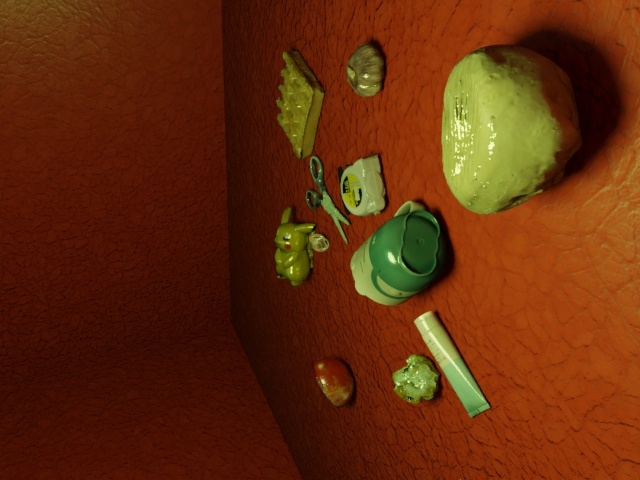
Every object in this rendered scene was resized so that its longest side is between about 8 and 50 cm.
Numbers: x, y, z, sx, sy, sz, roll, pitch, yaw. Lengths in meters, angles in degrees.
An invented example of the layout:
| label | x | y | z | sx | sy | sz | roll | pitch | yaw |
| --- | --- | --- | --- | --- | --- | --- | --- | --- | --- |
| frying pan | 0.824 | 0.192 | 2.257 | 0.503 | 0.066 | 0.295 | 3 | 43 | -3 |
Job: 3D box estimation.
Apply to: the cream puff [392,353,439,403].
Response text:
| label | x | y | z | sx | sy | sz | roll | pitch | yaw |
| --- | --- | --- | --- | --- | --- | --- | --- | --- | --- |
| cream puff | 0.302 | 0.438 | 1.723 | 0.156 | 0.121 | 0.156 | -57 | 7 | 11 |

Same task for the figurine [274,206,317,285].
| label | x | y | z | sx | sy | sz | roll | pitch | yaw |
| --- | --- | --- | --- | --- | --- | --- | --- | --- | --- |
| figurine | -0.114 | 0.037 | 2.459 | 0.218 | 0.169 | 0.326 | 19 | 122 | 47 |

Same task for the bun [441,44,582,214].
| label | x | y | z | sx | sy | sz | roll | pitch | yaw |
| --- | --- | --- | --- | --- | --- | --- | --- | --- | --- |
| bun | 0.368 | -0.225 | 1.099 | 0.362 | 0.234 | 0.326 | 109 | 152 | -78 |

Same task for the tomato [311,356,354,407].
| label | x | y | z | sx | sy | sz | roll | pitch | yaw |
| --- | --- | --- | --- | --- | --- | --- | --- | --- | --- |
| tomato | 0.070 | 0.590 | 2.320 | 0.233 | 0.139 | 0.200 | 52 | -172 | -43 |

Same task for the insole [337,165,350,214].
| label | x | y | z | sx | sy | sz | roll | pitch | yaw |
| --- | --- | --- | --- | --- | --- | --- | --- | --- | --- |
| insole | 0.088 | -0.188 | 2.065 | 0.064 | 0.004 | 0.188 | 177 | 83 | -67 |

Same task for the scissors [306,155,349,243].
| label | x | y | z | sx | sy | sz | roll | pitch | yaw |
| --- | --- | --- | --- | --- | --- | --- | --- | --- | --- |
| scissors | 0.030 | -0.141 | 2.198 | 0.256 | 0.029 | 0.383 | 100 | 148 | -44 |

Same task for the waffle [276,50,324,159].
| label | x | y | z | sx | sy | sz | roll | pitch | yaw |
| --- | --- | --- | --- | --- | --- | --- | --- | --- | --- |
| waffle | -0.089 | -0.546 | 2.223 | 0.348 | 0.077 | 0.304 | 105 | 145 | -47 |

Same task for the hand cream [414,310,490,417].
| label | x | y | z | sx | sy | sz | roll | pitch | yaw |
| --- | --- | --- | --- | --- | --- | --- | --- | --- | --- |
| hand cream | 0.381 | 0.351 | 1.577 | 0.312 | 0.070 | 0.111 | 61 | 151 | 20 |

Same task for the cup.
| label | x | y | z | sx | sy | sz | roll | pitch | yaw |
| --- | --- | --- | --- | --- | --- | --- | --- | --- | --- |
| cup | 0.236 | 0.024 | 1.579 | 0.257 | 0.219 | 0.289 | 127 | 159 | -61 |

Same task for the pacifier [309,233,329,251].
| label | x | y | z | sx | sy | sz | roll | pitch | yaw |
| --- | --- | --- | --- | --- | --- | --- | --- | --- | --- |
| pacifier | 0.000 | 0.000 | 2.312 | 0.078 | 0.081 | 0.099 | -77 | -27 | -49 |

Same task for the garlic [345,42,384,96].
| label | x | y | z | sx | sy | sz | roll | pitch | yaw |
| --- | --- | --- | --- | --- | --- | --- | --- | --- | --- |
| garlic | 0.133 | -0.516 | 1.669 | 0.147 | 0.102 | 0.159 | 45 | 141 | 51 |

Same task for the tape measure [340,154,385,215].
| label | x | y | z | sx | sy | sz | roll | pitch | yaw |
| --- | --- | --- | --- | --- | --- | --- | --- | --- | --- |
| tape measure | 0.146 | -0.178 | 1.817 | 0.178 | 0.105 | 0.196 | 3 | 105 | 60 |
